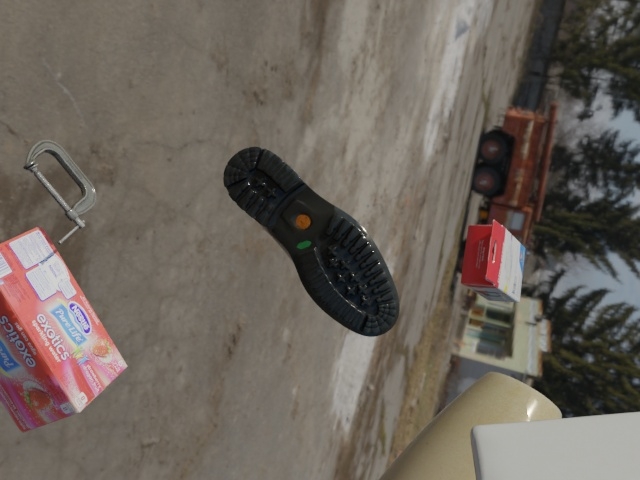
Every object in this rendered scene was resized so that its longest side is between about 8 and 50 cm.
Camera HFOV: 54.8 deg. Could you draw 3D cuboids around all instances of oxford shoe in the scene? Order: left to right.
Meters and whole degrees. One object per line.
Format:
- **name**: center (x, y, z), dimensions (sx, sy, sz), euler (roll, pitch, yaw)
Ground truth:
- **oxford shoe**: center (0.000, 0.000, 0.635), dimensions (0.083, 0.227, 0.096), euler (-39, 174, 2)

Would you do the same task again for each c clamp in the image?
- **c clamp**: center (-0.439, -0.091, 1.040), dimensions (0.160, 0.022, 0.137), euler (58, 30, -15)

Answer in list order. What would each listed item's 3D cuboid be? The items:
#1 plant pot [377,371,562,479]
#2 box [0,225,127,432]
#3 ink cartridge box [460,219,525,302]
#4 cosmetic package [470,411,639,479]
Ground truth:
- **plant pot**: center (0.243, 0.349, 0.935), dimensions (0.274, 0.256, 0.256), euler (-55, 157, -17)
- **box**: center (-0.491, 0.149, 1.052), dimensions (0.300, 0.142, 0.154), euler (62, 23, -12)
- **ink cartridge box**: center (0.373, 0.048, 1.345), dimensions (0.231, 0.078, 0.134), euler (28, 69, -53)
- **cosmetic package**: center (0.395, 0.293, 0.599), dimensions (0.161, 0.453, 0.230), euler (-79, 156, -56)
